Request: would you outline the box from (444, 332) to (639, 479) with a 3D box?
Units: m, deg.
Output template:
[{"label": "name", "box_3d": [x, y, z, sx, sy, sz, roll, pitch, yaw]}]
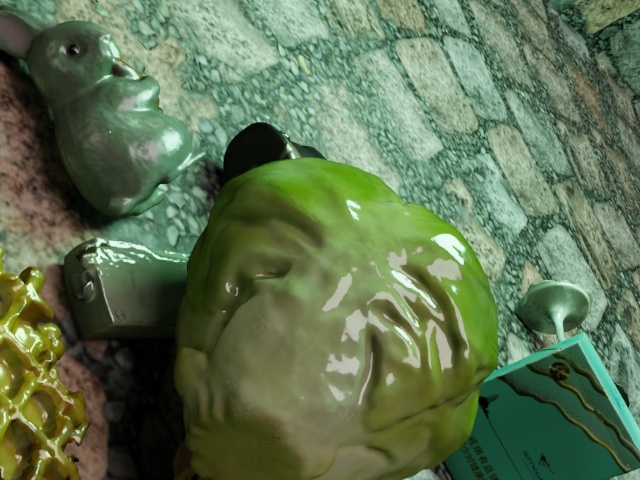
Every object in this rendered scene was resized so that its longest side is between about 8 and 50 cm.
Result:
[{"label": "box", "box_3d": [0.247, 0.225, 1.132, 0.162, 0.229, 0.041, 60, 30, 0]}]

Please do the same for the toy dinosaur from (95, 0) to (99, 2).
[{"label": "toy dinosaur", "box_3d": [-0.265, -0.312, 1.028, 0.119, 0.029, 0.060, 54, 19, -11]}]

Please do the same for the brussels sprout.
[{"label": "brussels sprout", "box_3d": [0.016, 0.080, 0.818, 0.274, 0.243, 0.316, 25, 50, -27]}]

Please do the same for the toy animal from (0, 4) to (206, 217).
[{"label": "toy animal", "box_3d": [-0.211, -0.132, 0.871, 0.236, 0.108, 0.138, 54, 31, -9]}]

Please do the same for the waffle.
[{"label": "waffle", "box_3d": [-0.271, 0.087, 0.635, 0.293, 0.069, 0.259, 18, 51, -51]}]

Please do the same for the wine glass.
[{"label": "wine glass", "box_3d": [0.372, 0.174, 1.458, 0.156, 0.156, 0.232, 44, 29, -27]}]

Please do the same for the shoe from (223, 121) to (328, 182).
[{"label": "shoe", "box_3d": [0.000, 0.000, 1.083, 0.291, 0.114, 0.137, 61, 25, 9]}]

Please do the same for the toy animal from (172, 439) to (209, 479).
[{"label": "toy animal", "box_3d": [-0.103, 0.220, 0.778, 0.083, 0.070, 0.159, 38, 32, -30]}]

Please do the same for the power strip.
[{"label": "power strip", "box_3d": [-0.123, 0.051, 0.905, 0.286, 0.048, 0.080, 8, 62, -54]}]
